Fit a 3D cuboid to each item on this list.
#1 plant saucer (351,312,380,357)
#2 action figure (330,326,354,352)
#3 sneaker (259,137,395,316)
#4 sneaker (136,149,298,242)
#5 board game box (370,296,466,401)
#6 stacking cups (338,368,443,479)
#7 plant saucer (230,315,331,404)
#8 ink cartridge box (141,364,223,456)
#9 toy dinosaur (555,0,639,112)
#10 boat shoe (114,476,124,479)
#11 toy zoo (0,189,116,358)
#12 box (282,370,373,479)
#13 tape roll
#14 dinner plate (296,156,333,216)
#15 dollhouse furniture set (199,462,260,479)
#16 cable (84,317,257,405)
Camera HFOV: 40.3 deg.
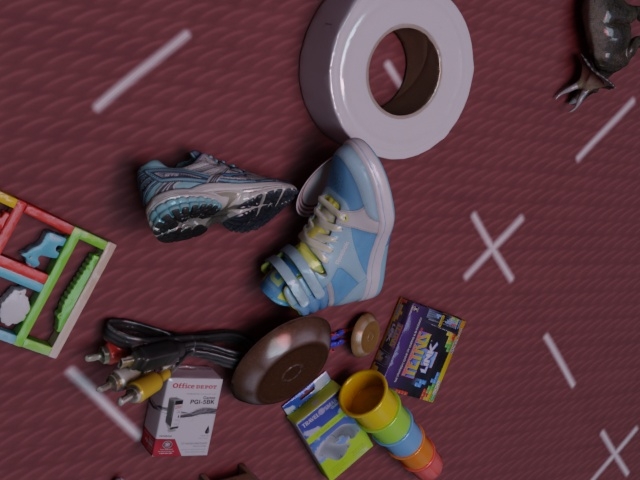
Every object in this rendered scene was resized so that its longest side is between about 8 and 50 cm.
[{"bbox_3d":[0.085,0.172,1.563,0.083,0.015,0.083,-19,115,-50],"label":"plant saucer"},{"bbox_3d":[0.014,0.177,1.534,0.115,0.030,0.038,-9,113,-27],"label":"action figure"},{"bbox_3d":[0.000,0.000,1.378,0.208,0.127,0.319,-21,132,-23],"label":"sneaker"},{"bbox_3d":[-0.149,-0.085,1.310,0.283,0.122,0.110,-7,151,-49],"label":"sneaker"},{"bbox_3d":[0.181,0.206,1.630,0.141,0.048,0.170,20,93,-35],"label":"board game box"},{"bbox_3d":[0.139,0.359,1.604,0.096,0.096,0.316,-46,132,-12],"label":"stacking cups"},{"bbox_3d":[-0.055,0.209,1.442,0.199,0.036,0.198,-28,146,-21],"label":"plant saucer"},{"bbox_3d":[-0.222,0.273,1.399,0.099,0.056,0.135,6,101,-32],"label":"ink cartridge box"},{"bbox_3d":[0.544,-0.404,1.635,0.160,0.121,0.313,-22,119,-39],"label":"toy dinosaur"},{"bbox_3d":[-0.346,0.418,1.380,0.035,0.035,0.100,29,94,-37],"label":"boat shoe"},{"bbox_3d":[-0.454,0.029,1.202,0.293,0.030,0.192,29,88,-34],"label":"toy zoo"},{"bbox_3d":[0.015,0.336,1.571,0.109,0.042,0.178,-37,121,-18],"label":"box"},{"bbox_3d":[0.109,-0.279,1.417,0.286,0.100,0.286,-9,109,-29],"label":"tape roll"},{"bbox_3d":[0.012,-0.096,1.424,0.141,0.017,0.141,-36,155,-20],"label":"dinner plate"},{"bbox_3d":[-0.181,0.476,1.438,0.184,0.129,0.129,-9,109,-29],"label":"dollhouse furniture set"},{"bbox_3d":[-0.232,0.176,1.360,0.287,0.139,0.072,-3,132,-50],"label":"cable"}]
